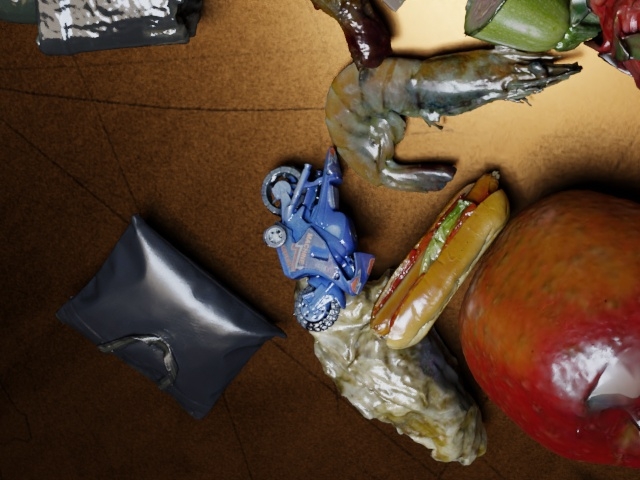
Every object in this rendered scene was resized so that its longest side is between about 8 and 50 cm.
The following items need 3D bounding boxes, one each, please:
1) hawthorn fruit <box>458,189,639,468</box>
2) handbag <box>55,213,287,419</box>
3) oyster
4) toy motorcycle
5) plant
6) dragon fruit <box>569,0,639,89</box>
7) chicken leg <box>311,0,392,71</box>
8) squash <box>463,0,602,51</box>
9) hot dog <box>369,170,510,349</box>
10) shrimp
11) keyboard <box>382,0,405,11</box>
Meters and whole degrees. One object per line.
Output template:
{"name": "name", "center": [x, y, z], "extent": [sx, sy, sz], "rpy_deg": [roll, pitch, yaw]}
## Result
{"name": "hawthorn fruit", "center": [0.298, 0.118, 1.050], "extent": [0.284, 0.369, 0.285], "rpy_deg": [-3, 123, -4]}
{"name": "handbag", "center": [-0.203, 0.110, 1.345], "extent": [0.254, 0.089, 0.211], "rpy_deg": [39, 119, -11]}
{"name": "oyster", "center": [0.094, 0.140, 1.250], "extent": [0.110, 0.166, 0.341], "rpy_deg": [-34, 87, 37]}
{"name": "toy motorcycle", "center": [0.000, 0.000, 1.193], "extent": [0.114, 0.076, 0.205], "rpy_deg": [-18, 79, 14]}
{"name": "plant", "center": [-0.257, -0.289, 1.118], "extent": [0.256, 0.142, 0.164], "rpy_deg": [12, 121, -3]}
{"name": "dragon fruit", "center": [0.379, -0.209, 0.927], "extent": [0.293, 0.234, 0.234], "rpy_deg": [31, 121, 3]}
{"name": "chicken leg", "center": [0.033, -0.339, 1.036], "extent": [0.177, 0.083, 0.323], "rpy_deg": [16, 114, -8]}
{"name": "squash", "center": [0.226, -0.228, 1.047], "extent": [0.132, 0.105, 0.105], "rpy_deg": [25, 123, -18]}
{"name": "hot dog", "center": [0.135, 0.018, 1.151], "extent": [0.062, 0.092, 0.236], "rpy_deg": [37, 85, -23]}
{"name": "shrimp", "center": [0.145, -0.132, 1.133], "extent": [0.296, 0.058, 0.169], "rpy_deg": [-2, 121, 23]}
{"name": "keyboard", "center": [0.113, -0.310, 1.026], "extent": [0.055, 0.017, 0.166], "rpy_deg": [37, 99, -30]}
